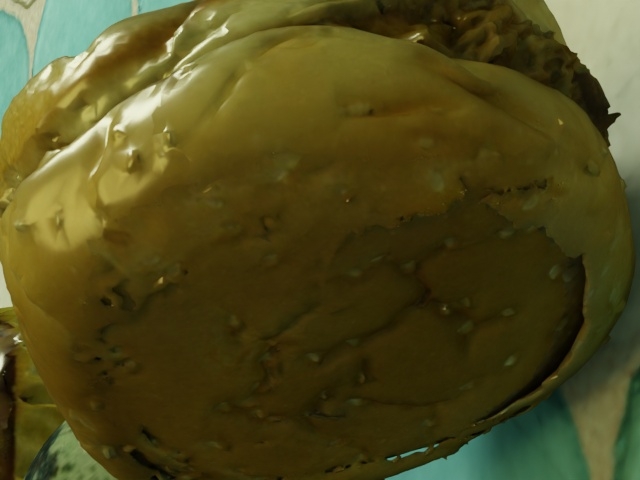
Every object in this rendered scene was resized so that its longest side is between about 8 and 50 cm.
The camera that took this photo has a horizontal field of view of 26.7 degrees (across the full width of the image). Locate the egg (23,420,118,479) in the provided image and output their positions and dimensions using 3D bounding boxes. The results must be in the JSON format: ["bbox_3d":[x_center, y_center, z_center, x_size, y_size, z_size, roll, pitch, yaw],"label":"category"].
[{"bbox_3d":[-0.056,0.134,0.570,0.132,0.132,0.172,-116,2,-46],"label":"egg"}]

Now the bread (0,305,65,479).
[{"bbox_3d":[-0.149,0.165,0.737,0.253,0.142,0.227,-56,39,42],"label":"bread"}]

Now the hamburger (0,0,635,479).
[{"bbox_3d":[0.000,-0.001,0.448,0.214,0.213,0.108,-54,35,39],"label":"hamburger"}]
